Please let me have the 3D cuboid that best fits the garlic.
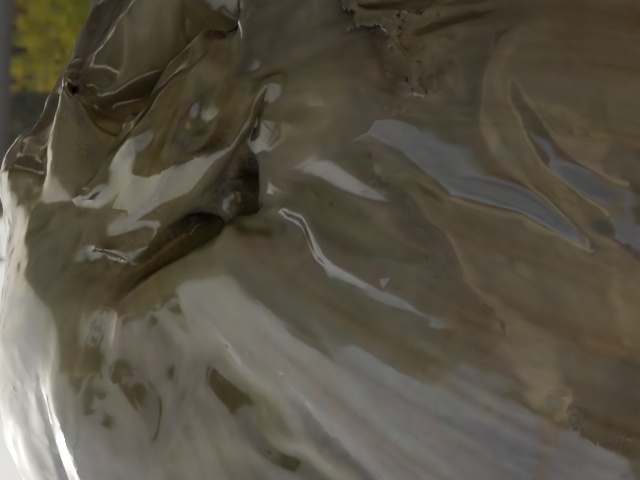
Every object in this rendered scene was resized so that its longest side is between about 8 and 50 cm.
[{"bbox_3d":[0.003,-0.002,0.442,0.152,0.228,0.228,11,-178,-43],"label":"garlic"}]
